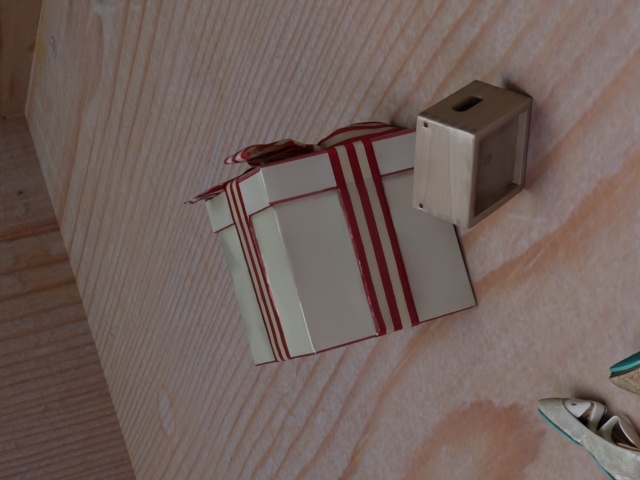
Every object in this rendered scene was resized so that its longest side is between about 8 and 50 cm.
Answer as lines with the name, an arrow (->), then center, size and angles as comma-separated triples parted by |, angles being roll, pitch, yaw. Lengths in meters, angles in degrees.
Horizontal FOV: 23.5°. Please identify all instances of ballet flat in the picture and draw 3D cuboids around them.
ballet flat -> 0.322, 0.113, 1.367 | 0.067, 0.073, 0.206 | 58, 159, 9
ballet flat -> 0.283, 0.192, 1.549 | 0.168, 0.057, 0.052 | 43, 113, 50

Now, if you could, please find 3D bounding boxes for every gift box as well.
gift box -> 0.000, 0.000, 1.863 | 0.276, 0.255, 0.258 | -18, 87, 63

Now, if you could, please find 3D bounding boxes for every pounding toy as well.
pounding toy -> 0.154, -0.092, 1.607 | 0.100, 0.141, 0.130 | 23, 127, 31
